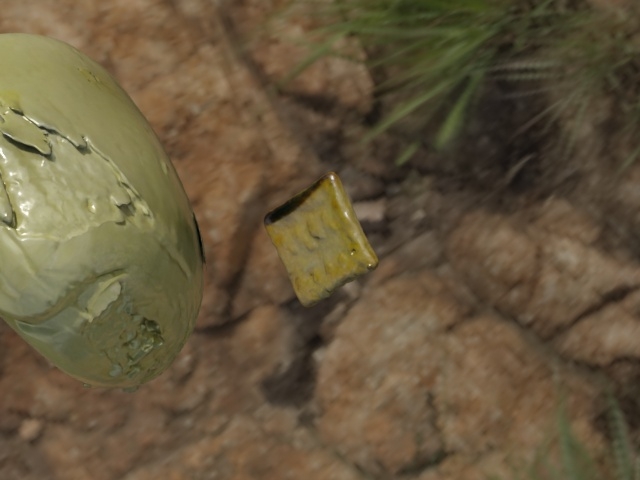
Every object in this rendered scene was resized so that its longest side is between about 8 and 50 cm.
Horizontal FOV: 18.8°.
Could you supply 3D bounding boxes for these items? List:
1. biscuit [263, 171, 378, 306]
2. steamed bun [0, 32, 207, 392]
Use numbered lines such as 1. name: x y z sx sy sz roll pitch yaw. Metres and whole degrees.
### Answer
1. biscuit: 0.000 0.000 1.458 0.083 0.018 0.081 -33 78 38
2. steamed bun: -0.175 -0.022 1.380 0.166 0.273 0.232 -41 57 -1
